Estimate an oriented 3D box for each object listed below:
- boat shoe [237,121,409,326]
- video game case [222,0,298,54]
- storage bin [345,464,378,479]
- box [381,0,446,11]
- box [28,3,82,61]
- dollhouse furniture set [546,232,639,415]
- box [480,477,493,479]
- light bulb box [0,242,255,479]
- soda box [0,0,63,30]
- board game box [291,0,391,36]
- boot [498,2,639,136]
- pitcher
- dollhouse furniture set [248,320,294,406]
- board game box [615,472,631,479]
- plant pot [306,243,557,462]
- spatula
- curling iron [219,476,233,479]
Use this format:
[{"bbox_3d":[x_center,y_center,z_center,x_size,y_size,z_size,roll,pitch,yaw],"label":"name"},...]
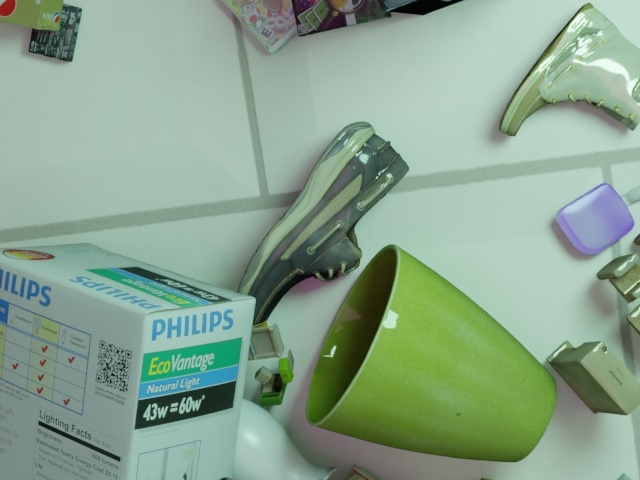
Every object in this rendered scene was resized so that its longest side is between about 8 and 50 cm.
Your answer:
[{"bbox_3d":[0.000,0.000,1.872,0.130,0.132,0.355,35,105,4],"label":"boat shoe"},{"bbox_3d":[-0.057,-0.420,1.871,0.227,0.026,0.206,-42,89,14],"label":"video game case"},{"bbox_3d":[0.084,0.520,1.908,0.262,0.123,0.260,30,107,18],"label":"storage bin"},{"bbox_3d":[0.139,-0.465,1.663,0.179,0.343,0.312,-17,95,14],"label":"box"},{"bbox_3d":[-0.400,-0.317,1.958,0.067,0.018,0.083,14,101,9],"label":"box"},{"bbox_3d":[0.458,0.126,1.821,0.242,0.161,0.212,-41,89,-8],"label":"dollhouse furniture set"},{"bbox_3d":[0.251,0.478,1.934,0.087,0.058,0.232,12,101,10],"label":"box"},{"bbox_3d":[-0.313,0.217,1.857,0.358,0.225,0.361,16,103,35],"label":"light bulb box"},{"bbox_3d":[-0.477,-0.356,1.932,0.181,0.061,0.058,13,101,18],"label":"soda box"},{"bbox_3d":[0.009,-0.428,1.830,0.136,0.030,0.259,-11,96,10],"label":"board game box"},{"bbox_3d":[0.364,-0.198,1.797,0.165,0.077,0.213,37,101,2],"label":"boot"},{"bbox_3d":[-0.100,0.342,1.958,0.207,0.125,0.177,34,131,5],"label":"pitcher"},{"bbox_3d":[-0.083,0.170,1.921,0.076,0.058,0.151,-8,123,12],"label":"dollhouse furniture set"},{"bbox_3d":[0.471,0.526,1.879,0.303,0.097,0.224,45,103,0],"label":"board game box"},{"bbox_3d":[0.172,0.189,1.820,0.294,0.275,0.274,25,103,-10],"label":"plant pot"},{"bbox_3d":[0.473,-0.083,1.816,0.296,0.030,0.084,-33,92,14],"label":"spatula"},{"bbox_3d":[-0.086,0.419,1.912,0.068,0.274,0.035,-34,49,-5],"label":"curling iron"}]
